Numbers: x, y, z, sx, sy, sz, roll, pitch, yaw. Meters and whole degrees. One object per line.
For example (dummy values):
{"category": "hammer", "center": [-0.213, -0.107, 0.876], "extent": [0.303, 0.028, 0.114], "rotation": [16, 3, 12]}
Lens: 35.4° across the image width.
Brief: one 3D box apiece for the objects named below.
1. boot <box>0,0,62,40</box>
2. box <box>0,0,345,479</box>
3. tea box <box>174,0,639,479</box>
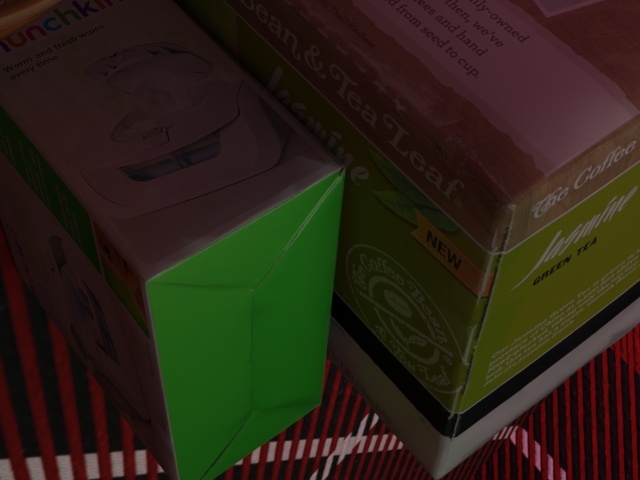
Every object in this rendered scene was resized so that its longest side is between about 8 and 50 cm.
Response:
{"category": "boot", "center": [-0.234, -0.058, 0.472], "extent": [0.283, 0.109, 0.220], "rotation": [-34, 170, -20]}
{"category": "box", "center": [-0.106, -0.008, 0.628], "extent": [0.127, 0.231, 0.262], "rotation": [-32, 152, -24]}
{"category": "tea box", "center": [0.062, -0.083, 0.643], "extent": [0.220, 0.329, 0.323], "rotation": [-32, 151, -21]}
